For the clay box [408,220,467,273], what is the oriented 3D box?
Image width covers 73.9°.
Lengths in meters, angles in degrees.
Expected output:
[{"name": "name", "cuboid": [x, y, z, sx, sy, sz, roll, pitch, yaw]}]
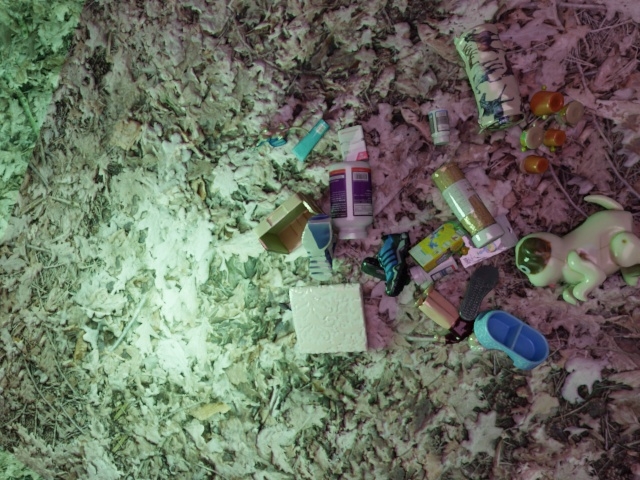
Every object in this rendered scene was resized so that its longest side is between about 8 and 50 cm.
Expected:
[{"name": "clay box", "cuboid": [0.482, 0.022, 1.728, 0.222, 0.127, 0.053, -37, 125, 3]}]

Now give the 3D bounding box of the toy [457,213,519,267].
[{"name": "toy", "cuboid": [0.670, 0.004, 1.752, 0.237, 0.056, 0.137, -26, 83, 6]}]

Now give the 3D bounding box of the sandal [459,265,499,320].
[{"name": "sandal", "cuboid": [0.643, 0.212, 1.752, 0.097, 0.054, 0.254, 31, 81, 21]}]

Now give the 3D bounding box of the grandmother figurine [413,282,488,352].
[{"name": "grandmother figurine", "cuboid": [0.553, 0.341, 1.768, 0.342, 0.104, 0.208, 38, 99, 12]}]

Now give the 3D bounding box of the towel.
[{"name": "towel", "cuboid": [0.041, 0.346, 1.894, 0.331, 0.053, 0.317, -6, 99, 16]}]

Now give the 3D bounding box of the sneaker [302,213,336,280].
[{"name": "sneaker", "cuboid": [0.000, 0.001, 1.840, 0.127, 0.182, 0.316, 1, 128, 7]}]

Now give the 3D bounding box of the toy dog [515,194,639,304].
[{"name": "toy dog", "cuboid": [0.944, 0.045, 1.576, 0.407, 0.284, 0.396, -12, 88, 16]}]

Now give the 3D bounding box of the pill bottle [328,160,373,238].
[{"name": "pill bottle", "cuboid": [0.131, -0.169, 1.821, 0.181, 0.181, 0.323, -2, 91, 14]}]

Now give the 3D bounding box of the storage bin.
[{"name": "storage bin", "cuboid": [-0.121, -0.071, 1.845, 0.262, 0.260, 0.123, -39, 74, 12]}]

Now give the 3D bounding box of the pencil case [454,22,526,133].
[{"name": "pencil case", "cuboid": [0.666, -0.640, 1.689, 0.183, 0.160, 0.410, -17, 87, -7]}]

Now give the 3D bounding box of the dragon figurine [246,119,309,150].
[{"name": "dragon figurine", "cuboid": [-0.202, -0.481, 1.945, 0.289, 0.144, 0.085, -13, 88, -4]}]

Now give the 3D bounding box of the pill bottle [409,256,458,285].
[{"name": "pill bottle", "cuboid": [0.471, 0.112, 1.780, 0.180, 0.108, 0.108, -28, 84, 13]}]

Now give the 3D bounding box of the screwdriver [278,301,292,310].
[{"name": "screwdriver", "cuboid": [-0.121, 0.331, 1.981, 0.170, 0.025, 0.024, 26, 96, 3]}]

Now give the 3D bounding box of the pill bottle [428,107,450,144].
[{"name": "pill bottle", "cuboid": [0.498, -0.473, 1.776, 0.078, 0.078, 0.137, -7, 90, 14]}]

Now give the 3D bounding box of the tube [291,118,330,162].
[{"name": "tube", "cuboid": [-0.044, -0.457, 1.929, 0.207, 0.052, 0.080, -46, 72, 16]}]

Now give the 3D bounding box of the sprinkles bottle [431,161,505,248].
[{"name": "sprinkles bottle", "cuboid": [0.585, -0.143, 1.707, 0.121, 0.121, 0.355, -33, 72, 12]}]

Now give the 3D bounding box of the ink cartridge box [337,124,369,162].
[{"name": "ink cartridge box", "cuboid": [0.146, -0.416, 1.872, 0.109, 0.063, 0.151, -12, 88, 14]}]

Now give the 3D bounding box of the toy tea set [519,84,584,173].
[{"name": "toy tea set", "cuboid": [0.869, -0.431, 1.685, 0.200, 0.124, 0.336, 28, 96, -21]}]

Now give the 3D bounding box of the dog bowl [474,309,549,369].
[{"name": "dog bowl", "cuboid": [0.763, 0.386, 1.687, 0.297, 0.074, 0.166, 32, 68, 6]}]

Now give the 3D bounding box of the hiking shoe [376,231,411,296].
[{"name": "hiking shoe", "cuboid": [0.297, 0.102, 1.787, 0.132, 0.113, 0.304, 0, 54, 26]}]

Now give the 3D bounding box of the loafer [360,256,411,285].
[{"name": "loafer", "cuboid": [0.282, 0.143, 1.852, 0.223, 0.076, 0.078, 22, 133, 5]}]
